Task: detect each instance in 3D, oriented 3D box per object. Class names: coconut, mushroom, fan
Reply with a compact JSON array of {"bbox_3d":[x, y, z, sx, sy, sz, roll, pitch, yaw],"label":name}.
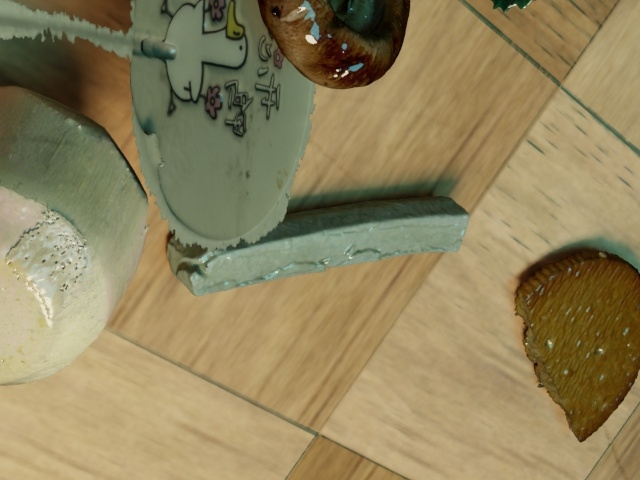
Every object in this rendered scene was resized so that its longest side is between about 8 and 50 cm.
[{"bbox_3d":[-0.188,-0.007,1.098,0.171,0.183,0.171,5,123,8],"label":"coconut"},{"bbox_3d":[-0.001,-0.168,1.174,0.080,0.135,0.170,-14,160,22],"label":"mushroom"},{"bbox_3d":[-0.100,-0.114,1.085,0.414,0.012,0.233,8,84,-63],"label":"fan"}]

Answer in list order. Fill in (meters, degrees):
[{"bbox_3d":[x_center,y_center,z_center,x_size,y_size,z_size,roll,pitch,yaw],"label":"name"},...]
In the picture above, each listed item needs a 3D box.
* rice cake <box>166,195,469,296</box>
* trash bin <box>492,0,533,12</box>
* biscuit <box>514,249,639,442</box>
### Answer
[{"bbox_3d":[0.000,0.000,1.322,0.245,0.045,0.042,-10,124,-34],"label":"rice cake"},{"bbox_3d":[0.069,-0.327,1.019,0.259,0.295,0.381,-27,150,19],"label":"trash bin"},{"bbox_3d":[0.231,0.077,1.561,0.126,0.025,0.206,-38,134,-13],"label":"biscuit"}]
